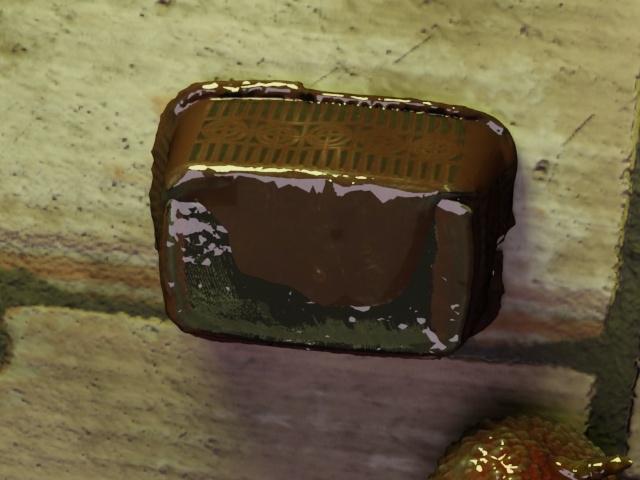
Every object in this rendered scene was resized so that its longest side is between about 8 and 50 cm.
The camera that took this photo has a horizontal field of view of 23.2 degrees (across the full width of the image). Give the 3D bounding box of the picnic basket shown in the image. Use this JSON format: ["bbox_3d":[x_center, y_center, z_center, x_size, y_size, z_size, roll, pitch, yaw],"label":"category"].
[{"bbox_3d":[0.000,0.000,1.210,0.297,0.129,0.222,5,113,7],"label":"picnic basket"}]

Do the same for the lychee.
[{"bbox_3d":[0.169,0.213,1.249,0.165,0.165,0.197,34,127,-5],"label":"lychee"}]
